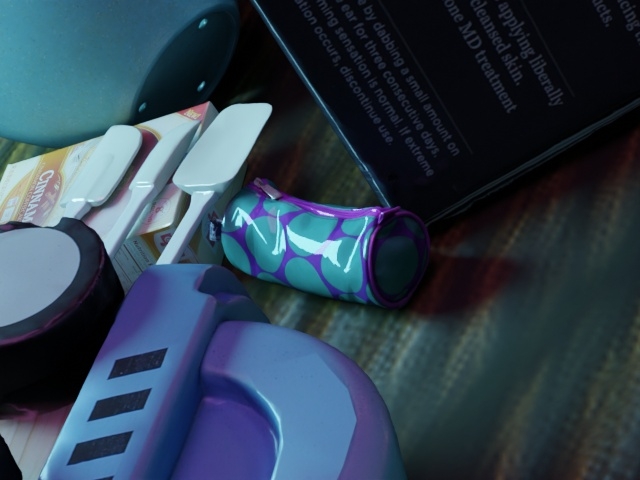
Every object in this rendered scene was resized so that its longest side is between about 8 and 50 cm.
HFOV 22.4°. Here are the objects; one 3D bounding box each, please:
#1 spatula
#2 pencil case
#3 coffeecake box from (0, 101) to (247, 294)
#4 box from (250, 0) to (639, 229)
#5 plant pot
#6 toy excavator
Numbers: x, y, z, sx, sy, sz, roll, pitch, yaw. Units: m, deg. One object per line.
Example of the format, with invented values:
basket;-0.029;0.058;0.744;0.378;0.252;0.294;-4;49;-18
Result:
spatula;-0.139;-0.003;1.103;0.168;0.019;0.242;-1;46;35
pencil case;0.000;0.000;1.064;0.064;0.070;0.151;-27;27;-38
coffeecake box;-0.159;-0.013;1.207;0.185;0.068;0.142;-15;37;22
box;0.150;-0.332;1.149;0.471;0.297;0.480;-29;34;7
plant pot;-0.179;-0.185;1.300;0.195;0.290;0.290;36;68;16
toy excavator;-0.011;0.187;0.738;0.445;0.222;0.433;-2;39;19
